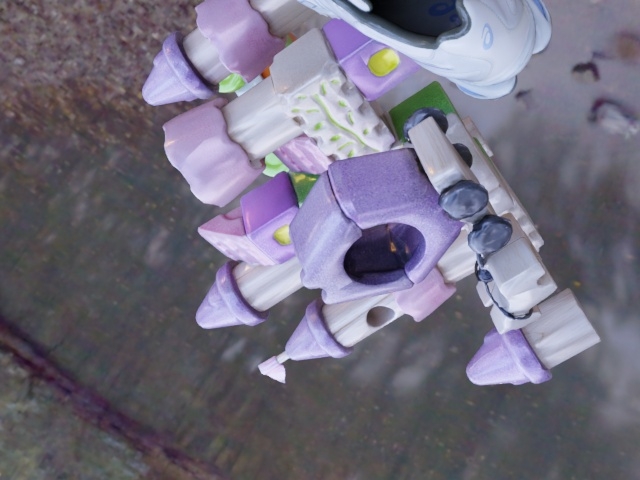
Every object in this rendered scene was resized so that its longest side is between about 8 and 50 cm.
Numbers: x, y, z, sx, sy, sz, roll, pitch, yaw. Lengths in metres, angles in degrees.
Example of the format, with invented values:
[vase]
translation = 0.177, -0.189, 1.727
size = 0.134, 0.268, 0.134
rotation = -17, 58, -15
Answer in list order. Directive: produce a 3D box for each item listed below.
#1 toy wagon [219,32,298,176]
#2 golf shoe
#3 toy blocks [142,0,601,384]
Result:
[toy wagon]
translation = -0.057, -0.209, 1.069
size = 0.068, 0.267, 0.344
rotation = -32, 87, 21
[golf shoe]
translation = 0.020, -0.129, 0.369
size = 0.176, 0.069, 0.086
rotation = 34, -161, 24
[toy blocks]
translation = 0.000, 0.000, 0.579
size = 0.260, 0.309, 0.288
rotation = -32, 134, 15
